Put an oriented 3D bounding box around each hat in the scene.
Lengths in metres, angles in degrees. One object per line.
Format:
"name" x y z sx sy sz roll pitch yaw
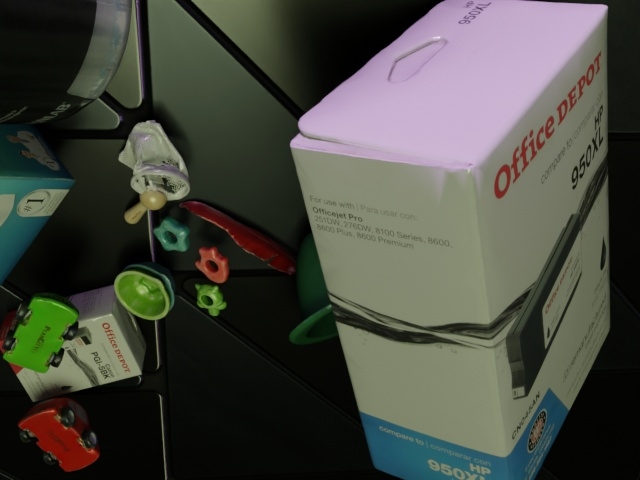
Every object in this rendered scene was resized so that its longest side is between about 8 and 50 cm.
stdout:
"hat" 0.000 0.000 0.916 0.173 0.183 0.208 -34 162 20

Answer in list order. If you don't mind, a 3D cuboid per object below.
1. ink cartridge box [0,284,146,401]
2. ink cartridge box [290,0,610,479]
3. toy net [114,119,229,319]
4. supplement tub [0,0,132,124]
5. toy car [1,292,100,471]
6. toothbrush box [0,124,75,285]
"ink cartridge box" -0.281 0.118 0.933 0.135 0.056 0.099 -15 124 3
"ink cartridge box" 0.150 0.012 0.770 0.166 0.285 0.395 12 133 34
"toy net" -0.160 -0.010 0.845 0.122 0.045 0.232 14 128 16
"supplement tub" -0.311 -0.181 0.543 0.338 0.207 0.207 -12 142 -57
"toy car" -0.317 0.134 0.873 0.239 0.053 0.225 25 117 -20
"toothbrush box" -0.397 -0.020 0.685 0.216 0.126 0.295 -48 162 23
